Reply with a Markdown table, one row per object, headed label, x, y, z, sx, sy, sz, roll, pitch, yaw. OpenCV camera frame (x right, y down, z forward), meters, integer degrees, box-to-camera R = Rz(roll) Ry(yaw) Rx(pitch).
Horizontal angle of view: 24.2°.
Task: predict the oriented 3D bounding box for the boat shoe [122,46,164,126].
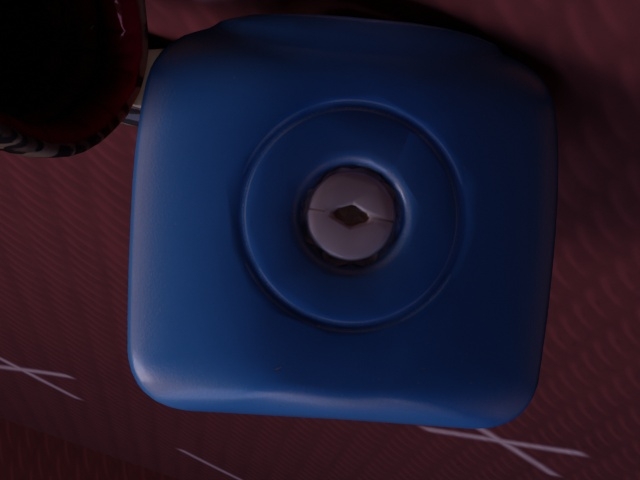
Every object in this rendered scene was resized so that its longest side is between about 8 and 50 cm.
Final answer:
| label | x | y | z | sx | sy | sz | roll | pitch | yaw |
| --- | --- | --- | --- | --- | --- | --- | --- | --- | --- |
| boat shoe | -0.104 | -0.081 | 0.735 | 0.137 | 0.049 | 0.043 | 14 | 165 | -1 |

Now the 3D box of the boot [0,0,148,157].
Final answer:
| label | x | y | z | sx | sy | sz | roll | pitch | yaw |
| --- | --- | --- | --- | --- | --- | --- | --- | --- | --- |
| boot | -0.243 | -0.141 | 0.540 | 0.284 | 0.138 | 0.377 | 15 | 166 | 17 |

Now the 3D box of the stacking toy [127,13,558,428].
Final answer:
| label | x | y | z | sx | sy | sz | roll | pitch | yaw |
| --- | --- | --- | --- | --- | --- | --- | --- | --- | --- |
| stacking toy | 0.000 | 0.000 | 0.738 | 0.175 | 0.165 | 0.302 | 4 | 175 | -4 |
